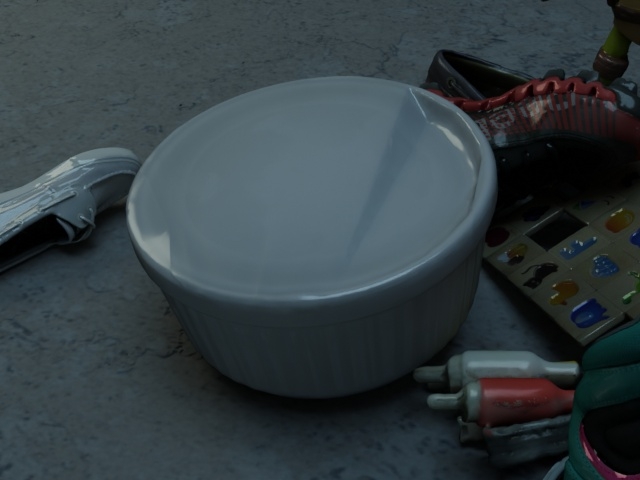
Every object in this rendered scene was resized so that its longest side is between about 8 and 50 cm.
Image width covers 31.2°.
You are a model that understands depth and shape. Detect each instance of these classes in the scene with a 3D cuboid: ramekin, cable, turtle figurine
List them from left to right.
[{"bbox_3d":[0.000,0.000,0.866,0.272,0.127,0.273,-7,40,6],"label":"ramekin"},{"bbox_3d":[0.208,0.095,0.773,0.287,0.072,0.139,-10,5,5],"label":"cable"},{"bbox_3d":[0.302,-0.221,1.120,0.269,0.217,0.087,6,36,7],"label":"turtle figurine"}]

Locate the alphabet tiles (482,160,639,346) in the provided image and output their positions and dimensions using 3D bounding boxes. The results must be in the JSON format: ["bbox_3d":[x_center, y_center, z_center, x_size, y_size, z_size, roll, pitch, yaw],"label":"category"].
[{"bbox_3d":[0.245,-0.006,0.896,0.198,0.009,0.237,-32,29,-4],"label":"alphabet tiles"}]

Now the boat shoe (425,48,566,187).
[{"bbox_3d":[0.217,-0.104,1.065,0.285,0.092,0.103,24,42,28],"label":"boat shoe"}]

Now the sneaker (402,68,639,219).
[{"bbox_3d":[0.153,-0.068,0.973,0.276,0.098,0.135,0,57,35],"label":"sneaker"}]

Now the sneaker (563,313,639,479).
[{"bbox_3d":[0.228,0.083,0.511,0.123,0.179,0.295,-3,-4,-42],"label":"sneaker"}]

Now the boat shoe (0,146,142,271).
[{"bbox_3d":[-0.226,-0.022,0.978,0.184,0.066,0.063,-23,56,-32],"label":"boat shoe"}]

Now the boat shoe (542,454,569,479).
[{"bbox_3d":[0.125,0.206,0.651,0.079,0.081,0.227,15,39,19],"label":"boat shoe"}]
